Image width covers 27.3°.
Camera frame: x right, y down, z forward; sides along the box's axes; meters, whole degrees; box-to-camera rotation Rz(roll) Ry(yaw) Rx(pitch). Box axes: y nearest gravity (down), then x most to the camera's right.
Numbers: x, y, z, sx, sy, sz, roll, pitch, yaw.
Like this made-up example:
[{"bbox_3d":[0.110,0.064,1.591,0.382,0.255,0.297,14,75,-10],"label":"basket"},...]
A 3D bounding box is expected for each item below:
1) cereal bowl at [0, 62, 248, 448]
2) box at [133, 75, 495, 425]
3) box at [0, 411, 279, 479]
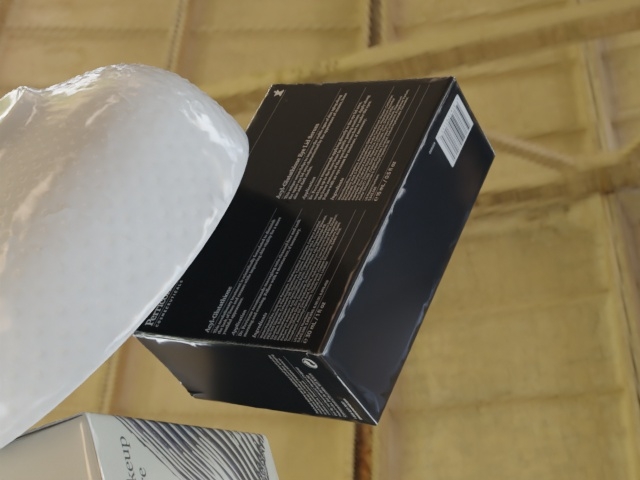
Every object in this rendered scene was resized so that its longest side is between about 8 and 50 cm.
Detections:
[{"bbox_3d":[-0.217,-0.008,0.950,0.339,0.141,0.339,-38,-159,18],"label":"cereal bowl"},{"bbox_3d":[0.000,0.000,1.031,0.184,0.103,0.261,5,-125,35],"label":"box"},{"bbox_3d":[-0.123,0.197,0.959,0.094,0.275,0.113,-22,-107,18],"label":"box"}]
